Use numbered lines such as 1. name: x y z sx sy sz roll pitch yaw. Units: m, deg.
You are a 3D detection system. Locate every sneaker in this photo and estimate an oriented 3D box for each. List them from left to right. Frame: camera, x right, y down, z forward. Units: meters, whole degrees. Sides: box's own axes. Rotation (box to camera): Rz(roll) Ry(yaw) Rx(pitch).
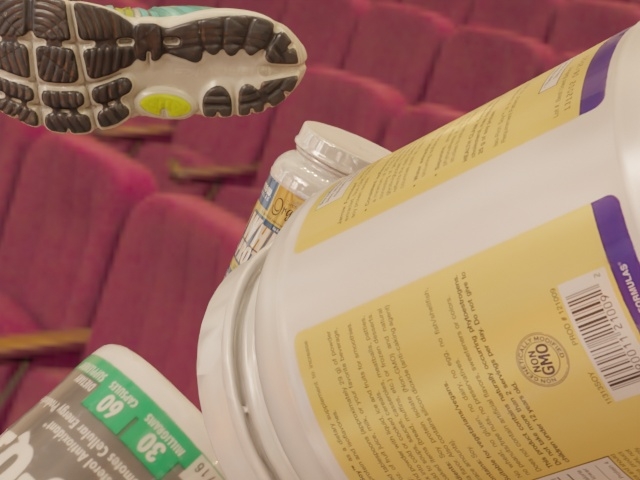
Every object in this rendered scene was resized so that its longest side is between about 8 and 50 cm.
1. sneaker: -0.149 -0.143 1.164 0.275 0.107 0.110 4 18 -3

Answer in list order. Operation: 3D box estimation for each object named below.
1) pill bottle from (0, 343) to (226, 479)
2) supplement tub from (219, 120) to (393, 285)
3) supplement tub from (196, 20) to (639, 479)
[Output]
1. pill bottle: -0.233 0.271 1.159 0.361 0.204 0.204 -43 38 -18
2. supplement tub: 0.000 0.000 1.410 0.144 0.199 0.144 23 13 -5
3. supplement tub: 0.117 0.044 0.789 0.331 0.241 0.241 -26 -8 38
